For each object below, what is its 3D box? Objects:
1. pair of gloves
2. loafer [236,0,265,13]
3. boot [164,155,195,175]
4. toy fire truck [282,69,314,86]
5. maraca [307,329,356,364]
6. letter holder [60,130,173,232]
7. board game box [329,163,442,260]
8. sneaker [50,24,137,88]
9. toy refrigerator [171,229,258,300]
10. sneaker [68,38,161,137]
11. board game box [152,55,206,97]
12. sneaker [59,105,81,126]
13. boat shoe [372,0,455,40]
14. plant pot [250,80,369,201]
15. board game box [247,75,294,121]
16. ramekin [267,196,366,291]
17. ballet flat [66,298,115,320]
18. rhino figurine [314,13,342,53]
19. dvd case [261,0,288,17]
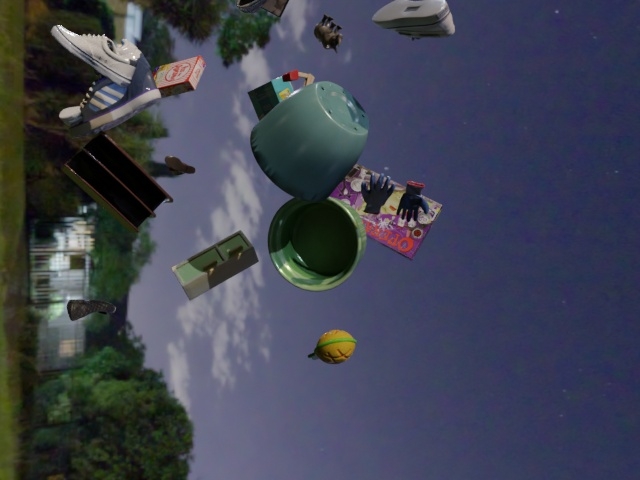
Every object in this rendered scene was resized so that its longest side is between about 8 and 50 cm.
[{"bbox_3d":[0.207,-0.117,1.615,0.159,0.198,0.023,95,6,-52],"label":"pair of gloves"},{"bbox_3d":[-0.178,-0.930,2.041,0.319,0.112,0.111,-46,-175,23],"label":"loafer"},{"bbox_3d":[-0.459,-0.232,1.825,0.114,0.106,0.037,9,-105,54],"label":"boot"},{"bbox_3d":[-0.045,-0.560,2.135,0.047,0.192,0.135,0,-73,48],"label":"toy fire truck"},{"bbox_3d":[0.036,0.333,1.781,0.185,0.127,0.099,-47,-137,50],"label":"maraca"},{"bbox_3d":[-0.637,-0.178,1.834,0.152,0.302,0.214,-50,-158,-18],"label":"letter holder"},{"bbox_3d":[0.198,-0.102,1.919,0.347,0.056,0.208,28,-95,19],"label":"board game box"},{"bbox_3d":[-0.614,-0.524,1.600,0.091,0.258,0.094,-55,180,7],"label":"sneaker"},{"bbox_3d":[-0.357,0.080,1.980,0.102,0.270,0.094,50,-18,38],"label":"toy refrigerator"},{"bbox_3d":[-0.675,-0.481,1.799,0.130,0.323,0.236,-75,140,-78],"label":"sneaker"},{"bbox_3d":[-0.511,-0.569,2.045,0.194,0.045,0.146,-7,-131,21],"label":"board game box"},{"bbox_3d":[-0.921,-0.490,2.315,0.094,0.212,0.080,66,25,-54],"label":"sneaker"},{"bbox_3d":[0.236,-0.554,1.479,0.096,0.088,0.267,-49,-144,-14],"label":"boat shoe"},{"bbox_3d":[-0.008,-0.291,1.600,0.235,0.293,0.293,-42,-127,37],"label":"plant pot"},{"bbox_3d":[-0.151,-0.465,2.322,0.254,0.079,0.336,8,-57,62],"label":"board game box"},{"bbox_3d":[0.000,0.000,1.840,0.304,0.148,0.303,3,-82,19],"label":"ramekin"},{"bbox_3d":[-0.545,0.166,1.382,0.173,0.058,0.049,31,62,-76],"label":"ballet flat"},{"bbox_3d":[0.039,-0.836,2.375,0.106,0.073,0.243,-54,-142,24],"label":"rhino figurine"},{"bbox_3d":[-0.169,-0.969,2.122,0.253,0.180,0.022,-56,-155,29],"label":"dvd case"}]
